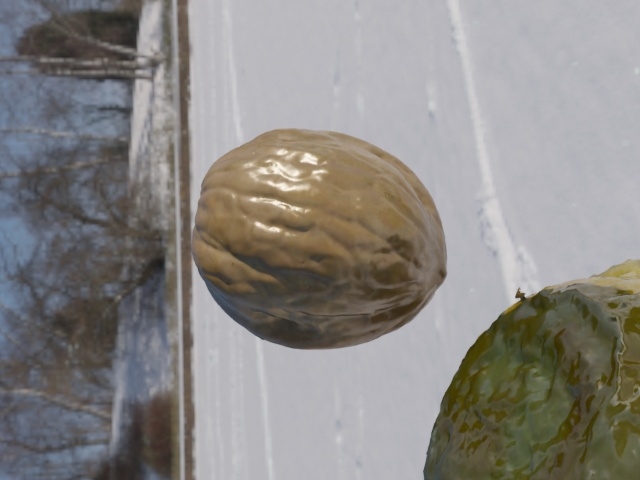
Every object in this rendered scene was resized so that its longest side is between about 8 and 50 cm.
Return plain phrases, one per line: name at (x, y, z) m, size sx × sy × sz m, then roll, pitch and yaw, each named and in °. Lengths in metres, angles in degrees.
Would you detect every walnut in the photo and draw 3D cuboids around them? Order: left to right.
walnut at (0.000, 0.000, 0.944) m, size 0.225 × 0.260 × 0.225 m, roll -53°, pitch -27°, yaw -43°

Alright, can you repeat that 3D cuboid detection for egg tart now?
egg tart at (0.201, 0.161, 0.704) m, size 0.388 × 0.169 × 0.388 m, roll -47°, pitch 27°, yaw 33°
